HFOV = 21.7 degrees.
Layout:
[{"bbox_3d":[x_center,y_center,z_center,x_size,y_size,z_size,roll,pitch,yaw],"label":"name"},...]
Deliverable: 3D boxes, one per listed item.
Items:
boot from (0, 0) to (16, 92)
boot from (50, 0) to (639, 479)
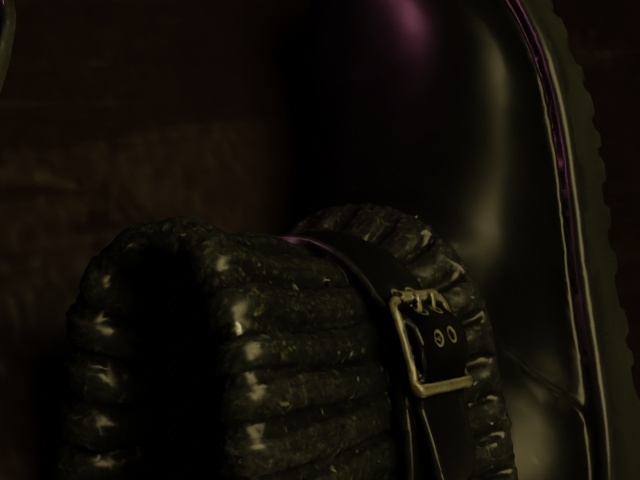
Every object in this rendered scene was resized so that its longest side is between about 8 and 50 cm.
[{"bbox_3d":[-0.149,-0.055,0.578,0.083,0.161,0.246,24,52,-31],"label":"boot"},{"bbox_3d":[0.003,-0.001,0.708,0.260,0.131,0.347,2,66,-42],"label":"boot"}]
